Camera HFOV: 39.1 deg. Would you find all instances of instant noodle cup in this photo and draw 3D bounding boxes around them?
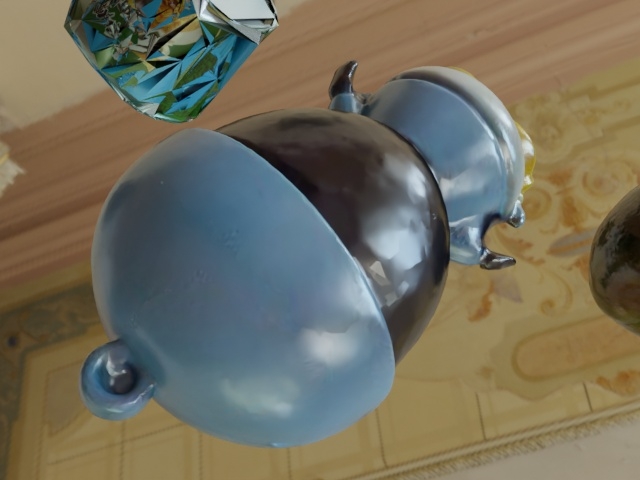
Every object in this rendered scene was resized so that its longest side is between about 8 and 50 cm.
[{"bbox_3d":[-0.182,-0.295,1.179,0.178,0.240,0.240,-36,-134,29],"label":"instant noodle cup"}]

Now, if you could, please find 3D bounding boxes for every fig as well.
[{"bbox_3d":[0.265,-0.016,0.615,0.132,0.126,0.185,13,-107,38],"label":"fig"}]

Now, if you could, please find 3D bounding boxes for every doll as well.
[{"bbox_3d":[0.000,0.000,0.496,0.314,0.141,0.177,-33,-102,-36],"label":"doll"}]
